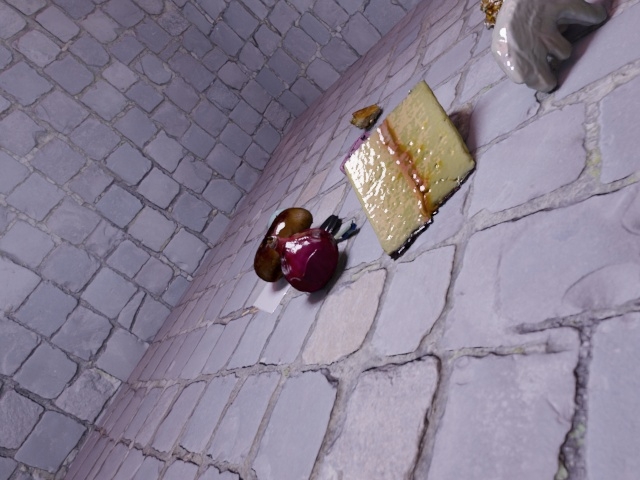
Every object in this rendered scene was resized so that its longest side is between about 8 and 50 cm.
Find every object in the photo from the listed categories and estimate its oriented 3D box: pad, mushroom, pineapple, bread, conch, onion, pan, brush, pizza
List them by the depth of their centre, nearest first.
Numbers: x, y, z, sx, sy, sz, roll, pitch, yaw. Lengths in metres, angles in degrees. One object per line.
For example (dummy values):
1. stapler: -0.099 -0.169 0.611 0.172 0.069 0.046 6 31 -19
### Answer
1. bread: 0.262 -0.183 1.182 0.345 0.242 0.405 -37 64 16
2. onion: -0.052 0.041 1.246 0.195 0.218 0.140 -61 20 -5
3. brush: 0.063 -0.013 1.379 0.178 0.030 0.033 -43 25 52
4. pineapple: 0.584 -0.793 1.411 0.161 0.158 0.334 -45 21 17
5. pan: 0.000 0.000 1.470 0.136 0.028 0.235 -42 19 50
6. mushroom: -0.132 0.012 1.544 0.297 0.163 0.278 -61 18 -7
7. pad: -0.172 0.188 1.572 0.156 0.004 0.232 -56 20 -14
8. conch: -0.165 -0.046 1.842 0.221 0.121 0.185 -125 45 -65
9. pizza: 0.212 -0.555 1.963 0.147 0.069 0.226 -26 27 6

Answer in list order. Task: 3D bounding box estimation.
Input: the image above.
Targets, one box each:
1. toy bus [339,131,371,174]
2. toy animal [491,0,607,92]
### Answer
1. toy bus: 0.148 -0.346 1.731 0.090 0.063 0.203 -28 28 55
2. toy animal: 0.519 -0.487 1.044 0.188 0.266 0.308 165 98 -81
